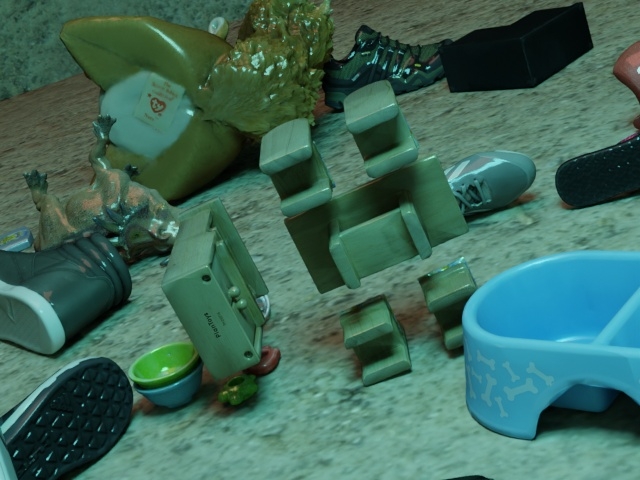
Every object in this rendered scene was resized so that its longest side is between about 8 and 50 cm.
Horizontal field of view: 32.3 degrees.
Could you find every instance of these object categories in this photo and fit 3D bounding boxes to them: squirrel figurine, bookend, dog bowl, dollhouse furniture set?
[{"bbox_3d":[-0.156,-0.229,1.674,0.397,0.281,0.370,-10,11,13],"label":"squirrel figurine"},{"bbox_3d":[0.284,-0.281,1.614,0.156,0.072,0.157,-34,24,-36],"label":"bookend"},{"bbox_3d":[0.227,0.070,0.775,0.297,0.074,0.166,0,28,44],"label":"dog bowl"},{"bbox_3d":[0.000,0.000,0.955,0.242,0.212,0.161,-23,20,8],"label":"dollhouse furniture set"}]

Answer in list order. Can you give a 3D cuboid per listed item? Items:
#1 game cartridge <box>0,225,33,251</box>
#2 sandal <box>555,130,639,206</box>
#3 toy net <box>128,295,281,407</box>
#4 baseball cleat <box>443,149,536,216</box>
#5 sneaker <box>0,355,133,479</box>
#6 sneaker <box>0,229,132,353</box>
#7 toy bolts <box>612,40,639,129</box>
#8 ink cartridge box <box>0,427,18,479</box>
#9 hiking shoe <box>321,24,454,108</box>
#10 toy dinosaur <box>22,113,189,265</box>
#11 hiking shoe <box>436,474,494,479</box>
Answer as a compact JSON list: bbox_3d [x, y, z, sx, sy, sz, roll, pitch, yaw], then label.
[{"bbox_3d":[-0.456,0.001,1.646,0.056,0.017,0.083,-21,20,-14],"label":"game cartridge"},{"bbox_3d":[0.320,-0.080,1.090,0.179,0.067,0.040,-14,10,20],"label":"sandal"},{"bbox_3d":[-0.090,0.086,1.059,0.122,0.045,0.232,-12,22,20],"label":"toy net"},{"bbox_3d":[0.126,-0.030,1.152,0.206,0.072,0.109,-16,34,21],"label":"baseball cleat"},{"bbox_3d":[-0.263,0.174,0.937,0.097,0.084,0.234,-3,26,40],"label":"sneaker"},{"bbox_3d":[-0.330,0.044,1.311,0.147,0.104,0.296,-31,29,-33],"label":"sneaker"},{"bbox_3d":[0.434,-0.213,1.163,0.228,0.218,0.158,-42,31,-8],"label":"toy bolts"},{"bbox_3d":[-0.302,0.182,0.795,0.160,0.092,0.219,-21,50,-14],"label":"ink cartridge box"},{"bbox_3d":[0.102,-0.287,1.730,0.227,0.114,0.086,-20,21,-1],"label":"hiking shoe"},{"bbox_3d":[-0.296,-0.020,1.430,0.295,0.127,0.200,-28,52,27],"label":"toy dinosaur"},{"bbox_3d":[0.059,0.200,0.540,0.132,0.113,0.304,-20,20,0],"label":"hiking shoe"}]
